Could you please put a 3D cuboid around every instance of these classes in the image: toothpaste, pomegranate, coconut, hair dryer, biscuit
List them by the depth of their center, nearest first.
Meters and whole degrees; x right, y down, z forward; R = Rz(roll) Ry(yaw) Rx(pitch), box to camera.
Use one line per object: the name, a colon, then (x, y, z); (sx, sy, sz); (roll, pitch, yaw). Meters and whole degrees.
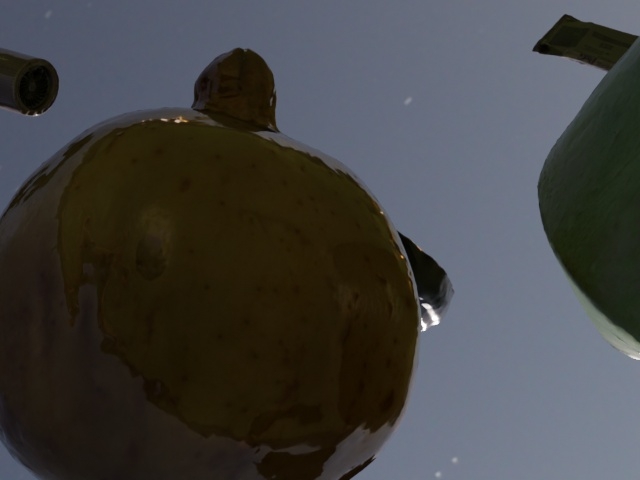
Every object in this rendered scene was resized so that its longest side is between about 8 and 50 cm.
coconut: (0.321, -0.025, 0.917); (0.281, 0.328, 0.328); (-11, -115, -45)
pomegranate: (-0.098, 0.039, 0.973); (0.410, 0.410, 0.410); (27, -139, -26)
hair dryer: (-0.331, -0.073, 1.049); (0.195, 0.220, 0.054); (17, -168, 33)
toothpaste: (0.376, -0.184, 1.248); (0.282, 0.068, 0.099); (20, -173, 19)
biscuit: (0.000, 0.000, 1.608); (0.407, 0.407, 0.091); (36, -99, -16)
